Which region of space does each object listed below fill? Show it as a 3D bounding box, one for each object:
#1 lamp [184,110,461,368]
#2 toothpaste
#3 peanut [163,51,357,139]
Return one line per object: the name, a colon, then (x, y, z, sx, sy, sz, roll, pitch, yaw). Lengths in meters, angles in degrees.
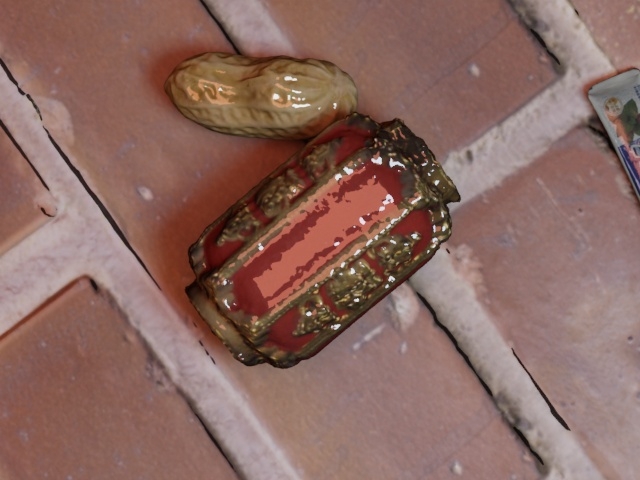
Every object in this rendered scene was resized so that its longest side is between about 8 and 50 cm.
lamp: (0.000, 0.000, 1.638, 0.274, 0.177, 0.177, -39, 84, 4)
toothpaste: (0.329, -0.055, 1.674, 0.060, 0.038, 0.233, -21, 84, -10)
peanut: (-0.060, -0.143, 1.687, 0.194, 0.093, 0.083, 4, 101, 3)
